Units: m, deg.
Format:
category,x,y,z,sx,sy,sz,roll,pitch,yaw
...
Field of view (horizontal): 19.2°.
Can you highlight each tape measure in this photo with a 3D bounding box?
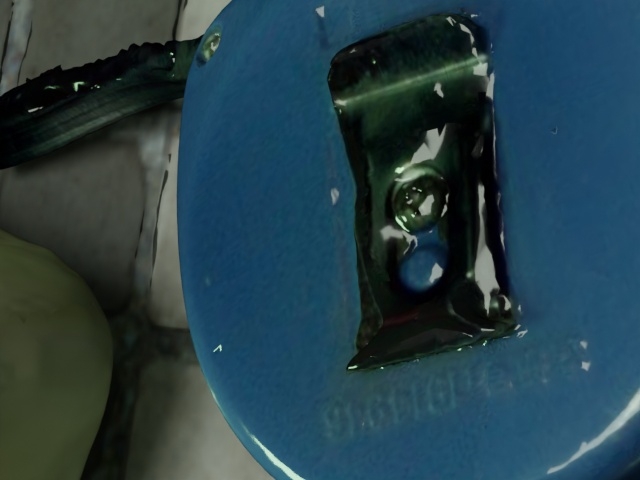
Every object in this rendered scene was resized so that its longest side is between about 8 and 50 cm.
category,x,y,z,sx,sy,sz,roll,pitch,yaw
tape measure,0.000,0.000,0.608,0.351,0.098,0.215,-19,69,34

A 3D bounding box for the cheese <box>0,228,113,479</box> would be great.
category,x,y,z,sx,sy,sz,roll,pitch,yaw
cheese,-0.253,0.105,0.746,0.351,0.130,0.328,29,102,40
